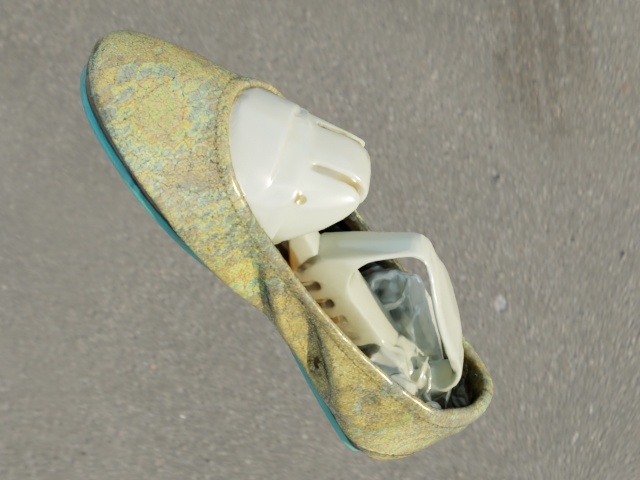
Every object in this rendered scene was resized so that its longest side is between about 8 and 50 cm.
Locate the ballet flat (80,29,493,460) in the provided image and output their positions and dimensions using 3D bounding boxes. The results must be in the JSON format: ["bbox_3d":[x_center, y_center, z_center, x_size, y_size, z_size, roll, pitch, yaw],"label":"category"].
[{"bbox_3d":[0.000,0.000,0.818,0.123,0.348,0.123,-25,33,17],"label":"ballet flat"}]
